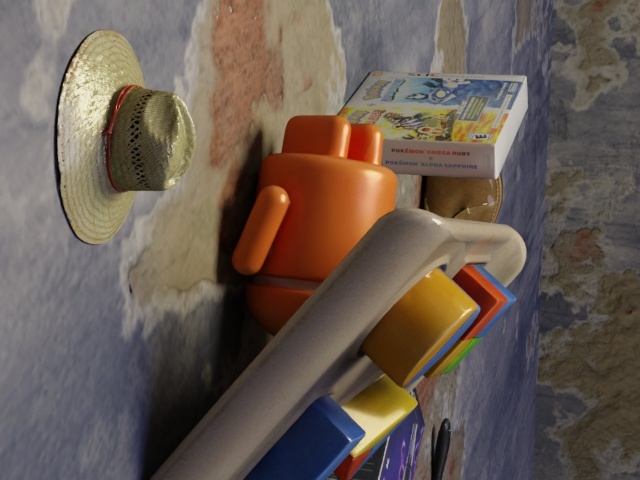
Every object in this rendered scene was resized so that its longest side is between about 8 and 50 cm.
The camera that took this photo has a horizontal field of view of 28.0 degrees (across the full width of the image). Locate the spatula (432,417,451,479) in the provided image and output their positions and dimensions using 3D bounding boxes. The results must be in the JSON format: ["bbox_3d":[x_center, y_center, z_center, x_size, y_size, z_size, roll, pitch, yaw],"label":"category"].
[{"bbox_3d":[0.201,0.419,2.118,0.084,0.030,0.296,-53,145,-57],"label":"spatula"}]

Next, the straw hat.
[{"bbox_3d":[-0.116,-0.066,0.851,0.144,0.061,0.144,5,90,-73],"label":"straw hat"}]

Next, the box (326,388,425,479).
[{"bbox_3d":[0.033,0.240,1.365,0.153,0.108,0.207,71,29,-53],"label":"box"}]

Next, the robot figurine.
[{"bbox_3d":[-0.002,0.000,1.146,0.158,0.128,0.219,15,82,-83],"label":"robot figurine"}]

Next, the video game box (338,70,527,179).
[{"bbox_3d":[0.118,-0.130,1.402,0.205,0.187,0.048,-58,145,-58],"label":"video game box"}]

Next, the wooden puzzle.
[{"bbox_3d":[0.044,0.119,1.090,0.322,0.080,0.348,-49,161,12],"label":"wooden puzzle"}]

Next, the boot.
[{"bbox_3d":[0.187,-0.027,1.825,0.115,0.112,0.305,-39,135,-53],"label":"boot"}]
